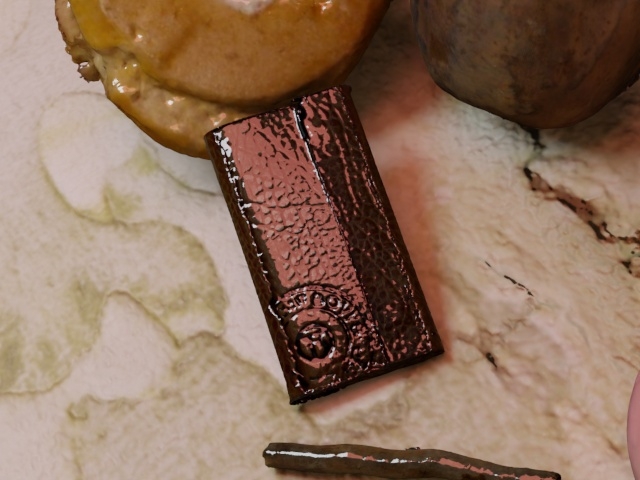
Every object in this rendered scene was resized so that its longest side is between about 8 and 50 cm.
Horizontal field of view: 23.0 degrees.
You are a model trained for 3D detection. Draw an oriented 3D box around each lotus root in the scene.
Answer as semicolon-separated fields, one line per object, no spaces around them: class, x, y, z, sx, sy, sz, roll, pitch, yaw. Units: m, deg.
lotus root;0.184;-0.214;1.335;0.272;0.192;0.272;5;36;-3

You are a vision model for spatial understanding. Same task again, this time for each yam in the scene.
yam;0.068;0.171;1.203;0.234;0.029;0.027;3;84;19

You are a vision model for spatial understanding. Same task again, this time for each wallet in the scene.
wallet;0.000;0.000;1.286;0.133;0.039;0.243;-18;75;-1

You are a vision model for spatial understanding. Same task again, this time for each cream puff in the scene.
cream puff;-0.080;-0.248;1.407;0.327;0.343;0.231;-7;11;-10

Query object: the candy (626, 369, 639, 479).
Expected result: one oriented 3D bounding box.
candy;0.334;0.147;1.084;0.255;0.094;0.255;-9;54;13
